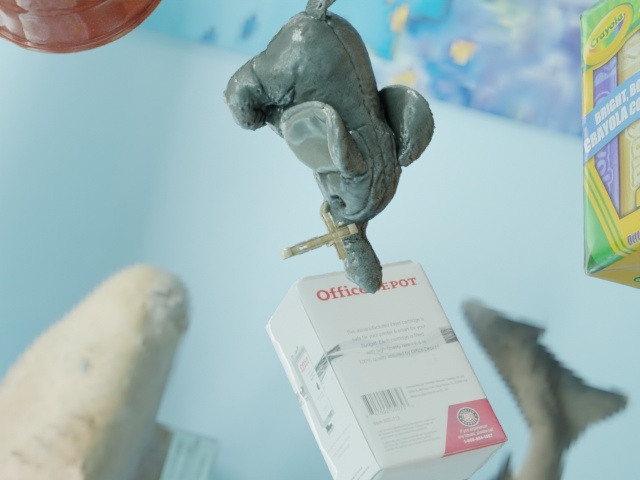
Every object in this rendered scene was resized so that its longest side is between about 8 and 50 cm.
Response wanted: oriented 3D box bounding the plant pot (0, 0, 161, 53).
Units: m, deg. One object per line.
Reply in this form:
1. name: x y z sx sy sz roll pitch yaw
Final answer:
1. plant pot: -0.334 -0.412 2.102 0.265 0.272 0.272 76 -151 -63

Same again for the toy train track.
1. toy train track: 0.000 0.000 1.668 0.048 0.083 0.014 67 158 7

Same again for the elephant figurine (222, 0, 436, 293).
1. elephant figurine: 0.030 -0.102 1.723 0.169 0.239 0.186 -37 -23 -3

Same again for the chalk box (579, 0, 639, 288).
1. chalk box: 0.314 -0.113 1.277 0.179 0.180 0.288 -32 49 54

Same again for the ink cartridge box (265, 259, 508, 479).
1. ink cartridge box: 0.083 0.182 2.235 0.283 0.207 0.117 65 145 25
